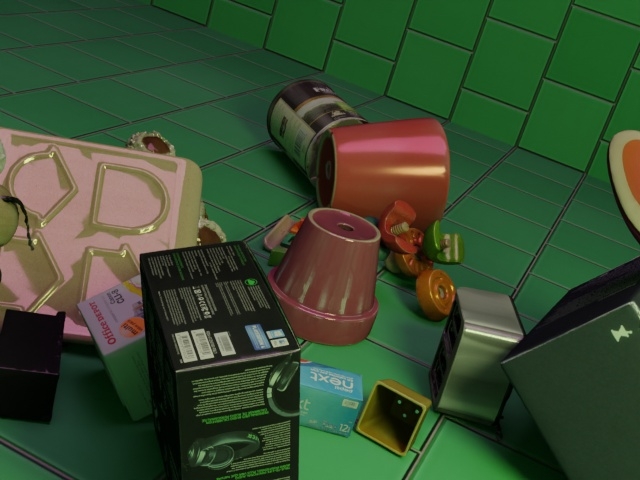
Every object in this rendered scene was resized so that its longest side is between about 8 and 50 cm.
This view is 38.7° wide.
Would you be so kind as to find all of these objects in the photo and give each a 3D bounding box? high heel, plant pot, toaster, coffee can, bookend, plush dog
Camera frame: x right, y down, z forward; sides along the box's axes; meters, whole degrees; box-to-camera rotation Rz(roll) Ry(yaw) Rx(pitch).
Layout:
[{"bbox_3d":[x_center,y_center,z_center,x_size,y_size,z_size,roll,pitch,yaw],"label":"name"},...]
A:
[{"bbox_3d":[0.504,0.026,1.266,0.127,0.181,0.377,-22,63,4],"label":"high heel"},{"bbox_3d":[0.113,0.245,1.303,0.081,0.081,0.083,26,13,20],"label":"plant pot"},{"bbox_3d":[0.247,0.185,1.428,0.110,0.168,0.186,13,22,-3],"label":"toaster"},{"bbox_3d":[0.009,-0.252,2.220,0.201,0.201,0.275,5,26,-28],"label":"coffee can"},{"bbox_3d":[-0.409,0.147,1.150,0.157,0.072,0.156,9,23,-17],"label":"bookend"},{"bbox_3d":[-0.271,-0.035,1.587,0.262,0.210,0.225,58,18,9],"label":"plush dog"},{"bbox_3d":[0.015,0.051,1.546,0.201,0.180,0.201,14,22,-6],"label":"plant pot"},{"bbox_3d":[0.127,-0.146,2.014,0.243,0.275,0.275,2,26,-13],"label":"plant pot"}]

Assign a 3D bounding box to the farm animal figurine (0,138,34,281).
[{"bbox_3d":[-0.515,-0.006,1.102,0.326,0.172,0.330,-15,59,-26],"label":"farm animal figurine"}]

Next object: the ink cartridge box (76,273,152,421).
[{"bbox_3d":[-0.207,0.123,1.201,0.176,0.127,0.128,-27,39,-16],"label":"ink cartridge box"}]

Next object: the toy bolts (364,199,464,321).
[{"bbox_3d":[0.144,0.047,1.739,0.228,0.158,0.218,32,51,-37],"label":"toy bolts"}]

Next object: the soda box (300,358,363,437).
[{"bbox_3d":[-0.049,0.207,1.285,0.210,0.067,0.071,16,22,-5],"label":"soda box"}]

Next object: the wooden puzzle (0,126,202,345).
[{"bbox_3d":[-0.357,0.004,1.346,0.347,0.080,0.322,11,62,-18],"label":"wooden puzzle"}]

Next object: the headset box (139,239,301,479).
[{"bbox_3d":[-0.116,0.184,1.030,0.131,0.283,0.246,-7,28,-16],"label":"headset box"}]

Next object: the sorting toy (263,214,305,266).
[{"bbox_3d":[0.000,0.000,1.827,0.196,0.047,0.348,20,22,7],"label":"sorting toy"}]

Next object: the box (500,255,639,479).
[{"bbox_3d":[0.478,0.203,1.332,0.293,0.212,0.395,60,31,4],"label":"box"}]
